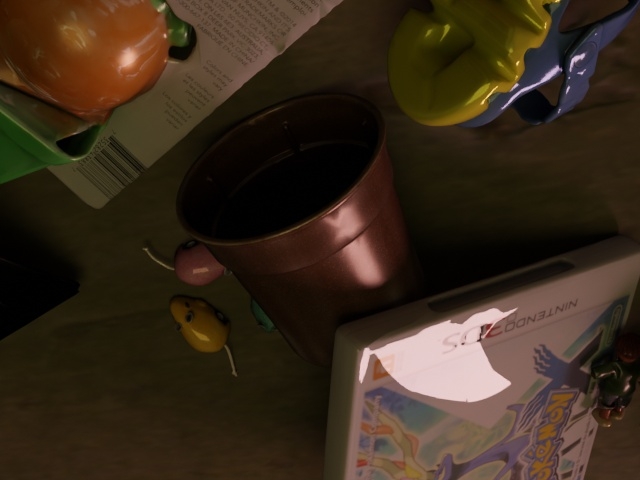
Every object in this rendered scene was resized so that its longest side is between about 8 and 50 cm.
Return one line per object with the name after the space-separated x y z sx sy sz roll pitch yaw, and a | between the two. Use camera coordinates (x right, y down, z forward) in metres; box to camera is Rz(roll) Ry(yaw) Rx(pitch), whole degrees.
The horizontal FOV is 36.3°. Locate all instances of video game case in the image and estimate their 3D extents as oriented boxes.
0.134 0.172 0.847 0.300 0.036 0.329 -15 127 -28 | video game case

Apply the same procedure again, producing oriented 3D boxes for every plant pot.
0.000 0.000 0.760 0.167 0.167 0.165 -21 128 11 | plant pot

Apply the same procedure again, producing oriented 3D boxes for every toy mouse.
-0.074 0.043 0.849 0.143 0.031 0.161 -35 116 18 | toy mouse

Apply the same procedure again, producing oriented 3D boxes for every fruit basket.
-0.170 -0.200 0.585 0.327 0.165 0.353 38 127 -21 | fruit basket

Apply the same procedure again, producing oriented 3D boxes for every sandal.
0.185 -0.198 0.673 0.317 0.126 0.138 -48 142 19 | sandal

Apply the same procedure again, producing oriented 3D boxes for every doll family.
0.334 0.113 0.869 0.193 0.076 0.111 -13 127 -24 | doll family

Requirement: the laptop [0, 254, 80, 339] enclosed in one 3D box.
-0.489 -0.015 0.774 0.382 0.236 0.408 -30 96 18 | laptop
